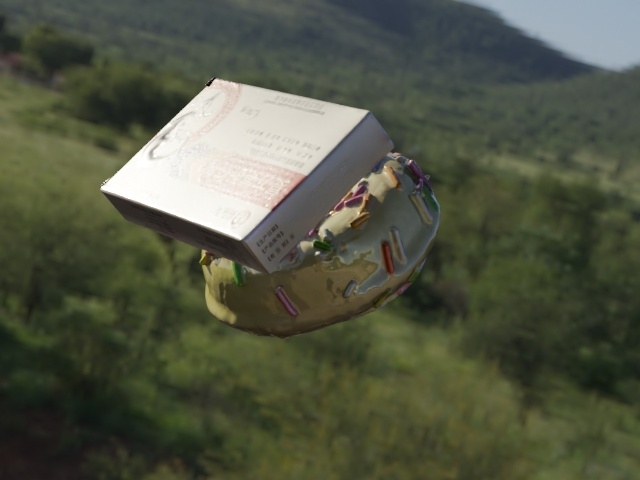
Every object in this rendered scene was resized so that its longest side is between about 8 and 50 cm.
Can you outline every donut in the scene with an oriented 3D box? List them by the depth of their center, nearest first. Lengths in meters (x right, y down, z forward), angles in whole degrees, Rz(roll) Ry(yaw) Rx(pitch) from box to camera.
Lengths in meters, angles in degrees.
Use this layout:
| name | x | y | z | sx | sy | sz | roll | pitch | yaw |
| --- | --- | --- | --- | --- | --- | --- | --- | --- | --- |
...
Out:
| name | x | y | z | sx | sy | sz | roll | pitch | yaw |
| --- | --- | --- | --- | --- | --- | --- | --- | --- | --- |
| donut | -0.007 | 0.006 | 2.510 | 0.371 | 0.150 | 0.307 | -22 | 29 | 7 |

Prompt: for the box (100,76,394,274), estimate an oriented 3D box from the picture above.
| name | x | y | z | sx | sy | sz | roll | pitch | yaw |
| --- | --- | --- | --- | --- | --- | --- | --- | --- | --- |
| box | -0.094 | -0.085 | 2.046 | 0.353 | 0.214 | 0.069 | 17 | -32 | 56 |
